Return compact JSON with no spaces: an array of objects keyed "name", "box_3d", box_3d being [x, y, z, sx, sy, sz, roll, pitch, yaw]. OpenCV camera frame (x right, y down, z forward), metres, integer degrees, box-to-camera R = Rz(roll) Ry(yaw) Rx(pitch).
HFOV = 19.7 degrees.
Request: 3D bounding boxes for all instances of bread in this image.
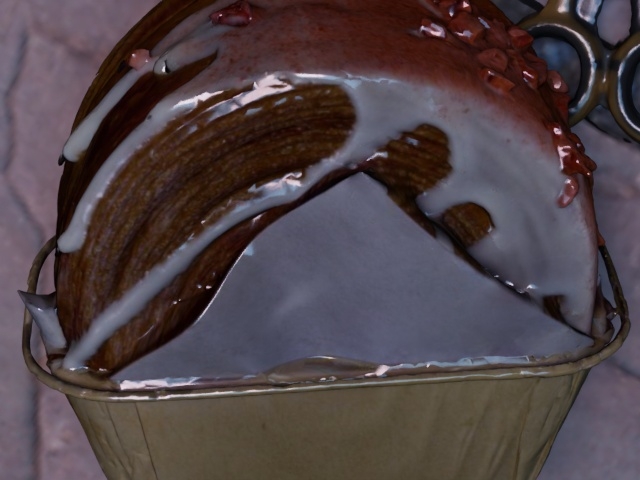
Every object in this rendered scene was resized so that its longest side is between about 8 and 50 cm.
[{"name":"bread","box_3d":[0.000,0.000,0.689,0.224,0.142,0.212,-3,121,-2]}]

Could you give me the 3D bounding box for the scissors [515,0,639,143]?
[{"name":"scissors","box_3d":[0.118,-0.146,0.700,0.088,0.017,0.220,9,103,16]}]
